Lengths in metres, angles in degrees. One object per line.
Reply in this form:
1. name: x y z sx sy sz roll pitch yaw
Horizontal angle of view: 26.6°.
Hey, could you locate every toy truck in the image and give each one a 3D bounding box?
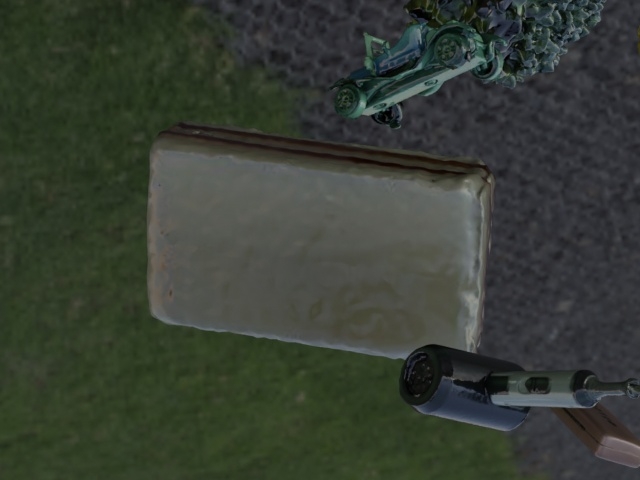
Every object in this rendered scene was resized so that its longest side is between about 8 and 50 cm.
1. toy truck: 0.085 -0.162 1.216 0.154 0.078 0.080 -24 163 32

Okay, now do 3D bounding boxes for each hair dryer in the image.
1. hair dryer: 0.158 0.108 1.007 0.100 0.057 0.197 16 164 -38

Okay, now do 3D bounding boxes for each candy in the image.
1. candy: 0.000 0.000 1.244 0.320 0.179 0.135 8 -165 6

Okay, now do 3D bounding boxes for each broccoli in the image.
1. broccoli: 0.190 -0.356 1.437 0.281 0.348 0.293 23 166 25

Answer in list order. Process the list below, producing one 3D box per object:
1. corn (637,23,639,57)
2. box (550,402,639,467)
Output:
1. corn: 0.259 -0.086 0.852 0.080 0.080 0.231 -22 150 26
2. box: 0.235 0.157 1.160 0.048 0.115 0.025 17 102 -17
